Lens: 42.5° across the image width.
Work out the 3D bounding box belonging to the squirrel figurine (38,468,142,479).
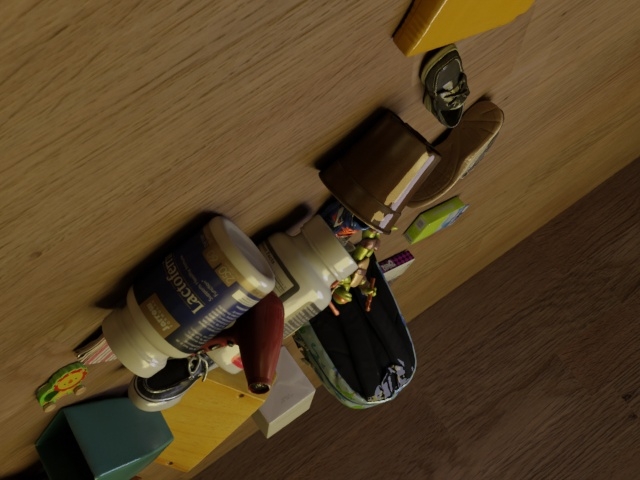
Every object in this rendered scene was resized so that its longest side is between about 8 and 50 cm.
[{"bbox_3d":[-0.596,0.612,1.947,0.370,0.281,0.397,-49,177,7],"label":"squirrel figurine"}]

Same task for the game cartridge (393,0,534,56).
[{"bbox_3d":[0.270,-0.408,1.141,0.285,0.053,0.324,-26,163,-35],"label":"game cartridge"}]

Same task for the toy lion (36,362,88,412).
[{"bbox_3d":[-0.474,0.264,1.513,0.100,0.034,0.096,-29,156,-24],"label":"toy lion"}]

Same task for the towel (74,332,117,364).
[{"bbox_3d":[-0.347,0.168,1.514,0.144,0.029,0.197,-40,167,13],"label":"towel"}]

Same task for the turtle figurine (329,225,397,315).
[{"bbox_3d":[0.083,0.052,1.750,0.217,0.087,0.269,-62,154,3],"label":"turtle figurine"}]

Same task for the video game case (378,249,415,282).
[{"bbox_3d":[0.149,0.131,2.449,0.232,0.042,0.210,-23,159,-41],"label":"video game case"}]

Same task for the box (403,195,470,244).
[{"bbox_3d":[0.321,-0.058,2.269,0.178,0.042,0.109,-25,162,-37],"label":"box"}]

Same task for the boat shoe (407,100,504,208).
[{"bbox_3d":[0.287,-0.175,1.752,0.285,0.103,0.092,-49,156,21],"label":"boat shoe"}]

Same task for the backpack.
[{"bbox_3d":[0.082,0.237,2.029,0.290,0.356,0.273,-28,163,-31],"label":"backpack"}]

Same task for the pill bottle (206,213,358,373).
[{"bbox_3d":[-0.091,0.095,1.569,0.318,0.176,0.176,-37,165,2],"label":"pill bottle"}]

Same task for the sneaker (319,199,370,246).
[{"bbox_3d":[0.059,-0.045,1.618,0.083,0.087,0.221,-9,147,-27],"label":"sneaker"}]

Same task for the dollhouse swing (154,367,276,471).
[{"bbox_3d":[-0.305,0.343,2.051,0.315,0.305,0.347,27,125,-26],"label":"dollhouse swing"}]

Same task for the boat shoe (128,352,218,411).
[{"bbox_3d":[-0.277,0.253,1.754,0.306,0.113,0.105,-24,154,-47],"label":"boat shoe"}]

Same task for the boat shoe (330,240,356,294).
[{"bbox_3d":[-0.035,0.118,1.846,0.302,0.109,0.098,-44,-174,6],"label":"boat shoe"}]

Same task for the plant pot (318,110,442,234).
[{"bbox_3d":[0.112,-0.124,1.431,0.165,0.167,0.167,-48,162,13],"label":"plant pot"}]

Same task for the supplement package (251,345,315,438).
[{"bbox_3d":[-0.143,0.481,2.580,0.177,0.175,0.293,-33,164,-17],"label":"supplement package"}]

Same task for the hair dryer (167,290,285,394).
[{"bbox_3d":[-0.158,0.169,1.411,0.224,0.293,0.080,-50,133,-7],"label":"hair dryer"}]

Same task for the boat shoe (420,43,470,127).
[{"bbox_3d":[0.222,-0.259,1.409,0.080,0.073,0.223,-36,165,-3],"label":"boat shoe"}]

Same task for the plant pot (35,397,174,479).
[{"bbox_3d":[-0.451,0.438,1.771,0.234,0.166,0.165,-11,151,-48],"label":"plant pot"}]

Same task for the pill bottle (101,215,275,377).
[{"bbox_3d":[-0.217,0.096,1.342,0.264,0.153,0.153,-39,164,7],"label":"pill bottle"}]
